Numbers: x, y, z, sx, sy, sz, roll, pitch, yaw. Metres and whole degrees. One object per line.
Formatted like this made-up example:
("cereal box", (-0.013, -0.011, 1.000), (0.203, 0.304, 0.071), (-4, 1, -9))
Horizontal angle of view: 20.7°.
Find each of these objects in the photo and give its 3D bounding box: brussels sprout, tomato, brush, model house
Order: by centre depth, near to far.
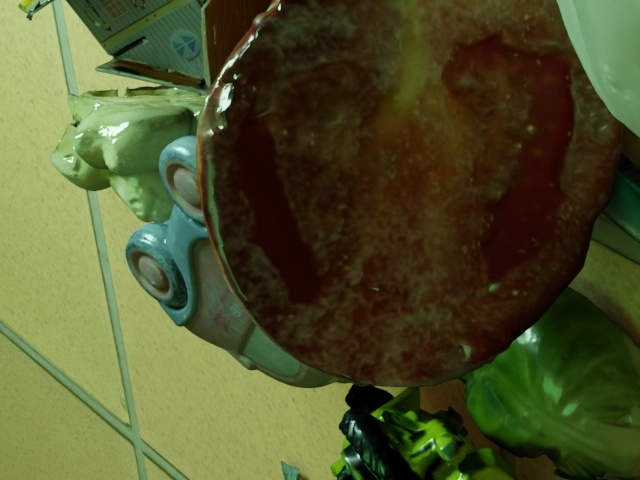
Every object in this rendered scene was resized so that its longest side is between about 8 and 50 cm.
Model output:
("tomato", (0.052, -0.059, 1.193), (0.170, 0.309, 0.309), (-146, 34, -76))
("brush", (0.186, -0.054, 1.214), (0.193, 0.032, 0.043), (48, 152, 48))
("brussels sprout", (0.176, 0.107, 1.299), (0.181, 0.100, 0.139), (44, 133, 37))
("model house", (-0.111, -0.209, 1.421), (0.207, 0.219, 0.136), (-25, 112, 35))

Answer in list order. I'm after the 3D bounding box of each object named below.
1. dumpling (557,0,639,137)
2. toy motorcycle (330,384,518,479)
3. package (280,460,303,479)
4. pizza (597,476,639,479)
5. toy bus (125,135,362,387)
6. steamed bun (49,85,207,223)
("dumpling", (0.212, -0.146, 0.969), (0.341, 0.181, 0.260), (44, -177, -29))
("toy motorcycle", (0.083, 0.207, 1.379), (0.206, 0.142, 0.342), (43, -179, 3))
("package", (-0.016, 0.281, 1.820), (0.037, 0.015, 0.110), (6, 120, 56))
("pizza", (0.241, 0.272, 1.339), (0.229, 0.081, 0.289), (43, 147, 31))
("toy bus", (0.000, 0.000, 1.400), (0.232, 0.197, 0.294), (44, 146, 10))
("steamed bun", (-0.145, -0.077, 1.551), (0.177, 0.192, 0.106), (10, 108, 44))
